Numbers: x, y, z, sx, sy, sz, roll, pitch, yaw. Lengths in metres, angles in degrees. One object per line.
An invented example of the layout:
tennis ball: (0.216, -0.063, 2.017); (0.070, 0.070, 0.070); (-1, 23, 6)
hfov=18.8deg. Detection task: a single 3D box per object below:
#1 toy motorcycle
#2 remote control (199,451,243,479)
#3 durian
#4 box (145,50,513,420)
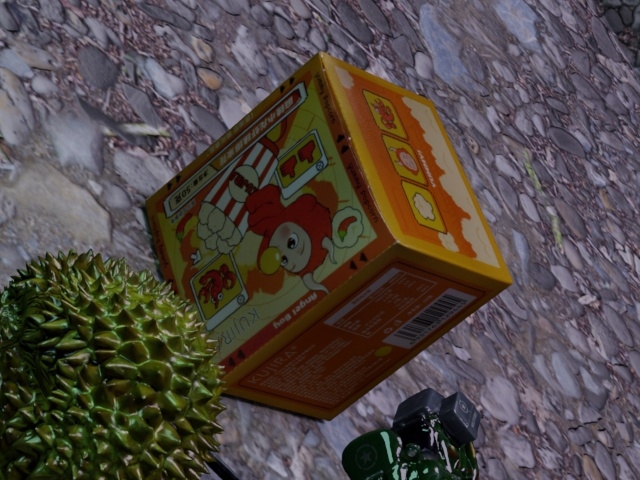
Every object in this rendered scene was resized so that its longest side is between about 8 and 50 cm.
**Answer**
toy motorcycle: (0.105, 0.252, 2.088); (0.187, 0.125, 0.274); (54, 24, -16)
remote control: (-0.059, 0.280, 1.854); (0.266, 0.066, 0.090); (41, 33, -17)
durian: (-0.199, 0.146, 1.623); (0.225, 0.291, 0.291); (40, 26, -48)
box: (0.000, 0.000, 2.049); (0.214, 0.283, 0.259); (19, 41, -48)
